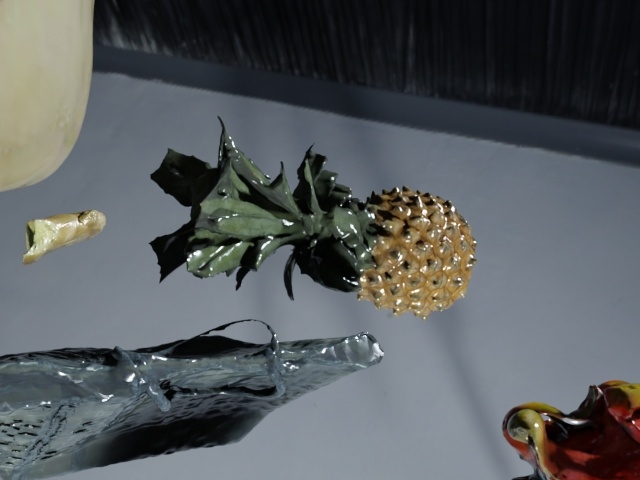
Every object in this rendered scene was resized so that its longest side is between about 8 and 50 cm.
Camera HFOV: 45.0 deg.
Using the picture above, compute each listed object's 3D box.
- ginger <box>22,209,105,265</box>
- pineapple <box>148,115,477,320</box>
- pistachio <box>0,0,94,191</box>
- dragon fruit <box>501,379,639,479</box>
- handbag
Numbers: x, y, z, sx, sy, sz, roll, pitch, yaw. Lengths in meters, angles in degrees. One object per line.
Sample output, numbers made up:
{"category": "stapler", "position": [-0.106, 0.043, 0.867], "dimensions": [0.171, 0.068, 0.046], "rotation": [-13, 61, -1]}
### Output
{"category": "ginger", "position": [-0.296, -0.011, 0.885], "dimensions": [0.044, 0.058, 0.137], "rotation": [31, 31, 20]}
{"category": "pineapple", "position": [0.000, 0.000, 0.603], "dimensions": [0.119, 0.277, 0.130], "rotation": [45, 113, 47]}
{"category": "pistachio", "position": [-0.198, -0.127, 0.457], "dimensions": [0.131, 0.129, 0.206], "rotation": [-2, 79, 61]}
{"category": "dragon fruit", "position": [0.356, 0.259, 0.840], "dimensions": [0.307, 0.228, 0.243], "rotation": [30, 27, 26]}
{"category": "handbag", "position": [-0.106, 0.096, 0.514], "dimensions": [0.270, 0.175, 0.089], "rotation": [-1, 72, -34]}
